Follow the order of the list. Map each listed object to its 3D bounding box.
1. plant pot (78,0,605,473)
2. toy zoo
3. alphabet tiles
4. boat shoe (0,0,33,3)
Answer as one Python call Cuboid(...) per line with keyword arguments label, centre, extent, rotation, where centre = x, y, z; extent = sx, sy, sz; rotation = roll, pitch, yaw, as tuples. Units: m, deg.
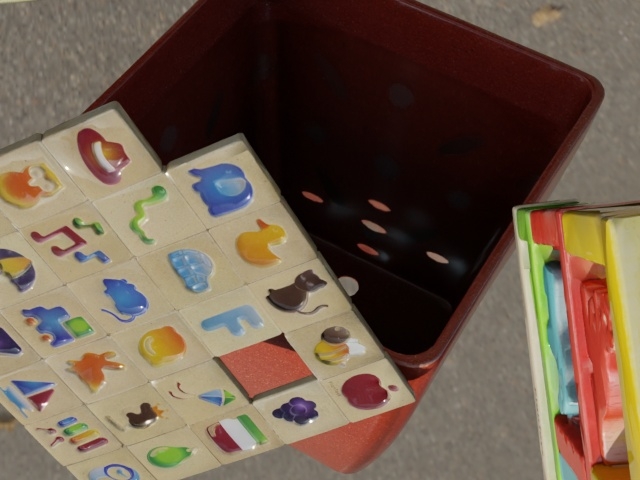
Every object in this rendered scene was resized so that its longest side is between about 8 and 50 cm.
Cuboid(label="plant pot", centre=(0.000, 0.000, 0.865), extent=(0.267, 0.267, 0.235), rotation=(26, 144, 16))
Cuboid(label="toy zoo", centre=(0.101, 0.083, 0.404), extent=(0.030, 0.293, 0.192), rotation=(-7, 91, 3))
Cuboid(label="alphabet tiles", centre=(-0.089, 0.039, 0.629), extent=(0.198, 0.009, 0.237), rotation=(-20, 129, 16))
Cuboid(label="boat shoe", centre=(-0.141, -0.202, 0.766), extent=(0.302, 0.113, 0.103), rotation=(-5, 105, 12))
